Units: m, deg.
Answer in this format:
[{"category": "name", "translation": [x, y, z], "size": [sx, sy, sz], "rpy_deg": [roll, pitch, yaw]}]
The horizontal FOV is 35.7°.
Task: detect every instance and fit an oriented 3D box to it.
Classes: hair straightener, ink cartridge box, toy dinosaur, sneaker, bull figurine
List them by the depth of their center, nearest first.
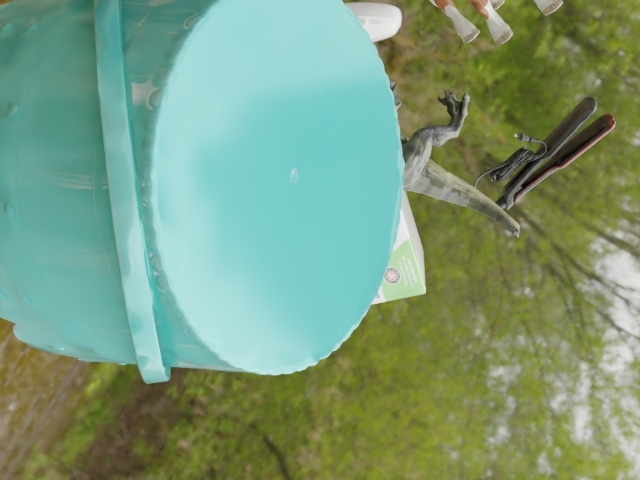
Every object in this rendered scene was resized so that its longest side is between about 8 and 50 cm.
[{"category": "toy dinosaur", "translation": [0.083, -0.093, 0.959], "size": [0.064, 0.268, 0.118], "rpy_deg": [172, -68, -71]}, {"category": "bull figurine", "translation": [0.154, -0.309, 1.078], "size": [0.101, 0.188, 0.310], "rpy_deg": [-38, -163, 6]}, {"category": "hair straightener", "translation": [0.291, -0.122, 1.382], "size": [0.230, 0.089, 0.047], "rpy_deg": [-38, -153, 25]}, {"category": "sneaker", "translation": [-0.020, -0.259, 1.425], "size": [0.106, 0.290, 0.123], "rpy_deg": [29, 51, -78]}, {"category": "ink cartridge box", "translation": [0.000, 0.000, 1.463], "size": [0.115, 0.272, 0.198], "rpy_deg": [-85, 158, -57]}]

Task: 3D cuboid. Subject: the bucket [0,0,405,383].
[{"category": "bucket", "translation": [-0.086, -0.043, 0.644], "size": [0.183, 0.281, 0.281], "rpy_deg": [4, -127, 37]}]
